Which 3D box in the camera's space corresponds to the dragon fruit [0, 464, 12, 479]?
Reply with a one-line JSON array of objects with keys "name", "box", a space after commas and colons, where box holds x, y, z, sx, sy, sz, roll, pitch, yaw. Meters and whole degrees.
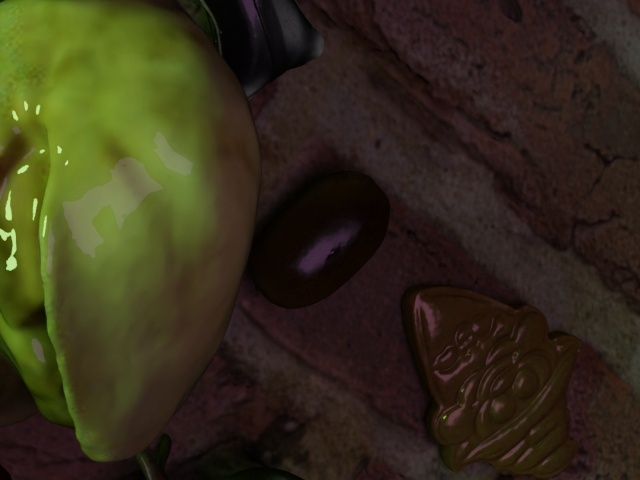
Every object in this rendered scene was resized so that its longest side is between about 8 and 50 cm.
[{"name": "dragon fruit", "box": [-0.303, 0.224, 0.949, 0.244, 0.244, 0.299, 13, 111, -32]}]

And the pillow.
[{"name": "pillow", "box": [-0.052, -0.173, 1.096, 0.091, 0.055, 0.136, -54, 132, -46]}]

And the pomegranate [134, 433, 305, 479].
[{"name": "pomegranate", "box": [-0.078, 0.232, 1.154, 0.191, 0.131, 0.152, 27, 94, -11]}]

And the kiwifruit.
[{"name": "kiwifruit", "box": [0.000, 0.000, 1.162, 0.124, 0.075, 0.075, -39, 119, -12]}]

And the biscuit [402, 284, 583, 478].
[{"name": "biscuit", "box": [0.149, 0.121, 1.308, 0.250, 0.035, 0.162, 45, 74, -30]}]

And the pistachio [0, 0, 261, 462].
[{"name": "pistachio", "box": [-0.150, -0.014, 0.985, 0.238, 0.229, 0.321, -30, 131, -58]}]
